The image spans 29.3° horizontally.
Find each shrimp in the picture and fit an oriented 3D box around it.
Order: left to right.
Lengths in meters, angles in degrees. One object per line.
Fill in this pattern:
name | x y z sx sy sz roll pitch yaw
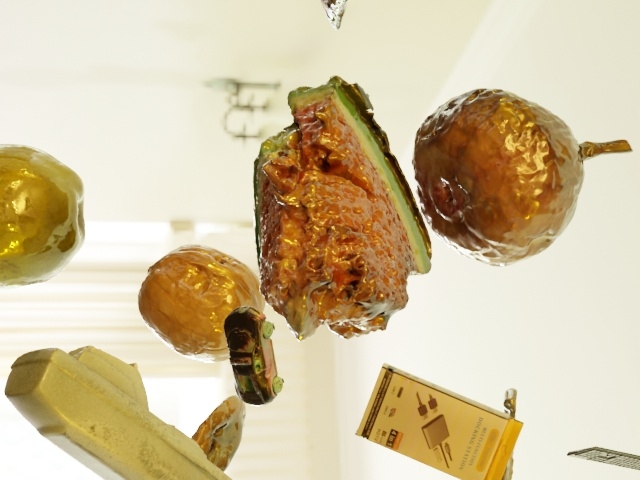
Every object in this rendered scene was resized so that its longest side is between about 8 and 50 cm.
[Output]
shrimp | -0.183 0.337 1.917 0.254 0.059 0.145 -41 152 -47

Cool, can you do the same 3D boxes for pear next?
pear | -0.548 -0.039 2.051 0.253 0.307 0.253 -176 -90 -82

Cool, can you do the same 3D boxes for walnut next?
walnut | -0.205 0.105 2.110 0.195 0.221 0.195 -55 169 -17

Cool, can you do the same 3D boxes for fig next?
fig | 0.340 -0.110 1.942 0.286 0.368 0.286 29 -56 55

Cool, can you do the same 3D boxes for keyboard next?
keyboard | 0.482 0.349 1.951 0.063 0.198 0.010 -28 -126 48

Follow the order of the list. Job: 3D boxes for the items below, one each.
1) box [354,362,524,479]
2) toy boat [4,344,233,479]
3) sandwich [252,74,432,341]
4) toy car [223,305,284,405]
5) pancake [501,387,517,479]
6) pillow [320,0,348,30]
box | 0.190 0.301 1.973 0.033 0.247 0.129 -29 139 -75
toy boat | -0.140 0.166 0.997 0.078 0.260 0.085 -15 -138 42
sandwich | 0.000 0.000 1.286 0.250 0.162 0.301 58 26 -22
toy car | -0.097 0.161 1.683 0.055 0.069 0.142 -31 117 -52
pancake | 0.331 0.378 2.176 0.212 0.029 0.235 85 14 -48
pillow | -0.002 -0.354 1.418 0.113 0.038 0.203 107 -31 -78
